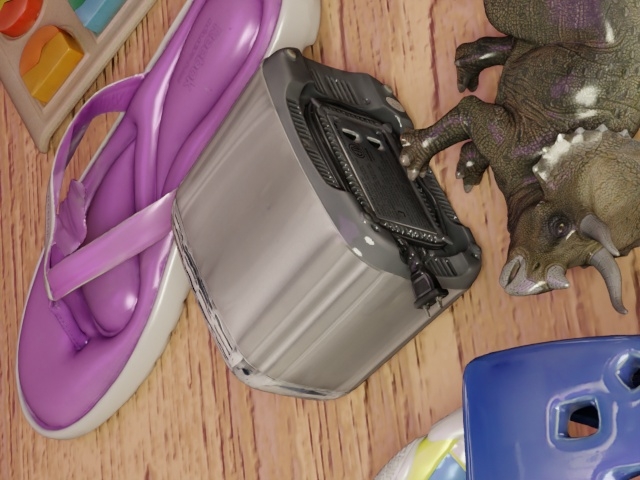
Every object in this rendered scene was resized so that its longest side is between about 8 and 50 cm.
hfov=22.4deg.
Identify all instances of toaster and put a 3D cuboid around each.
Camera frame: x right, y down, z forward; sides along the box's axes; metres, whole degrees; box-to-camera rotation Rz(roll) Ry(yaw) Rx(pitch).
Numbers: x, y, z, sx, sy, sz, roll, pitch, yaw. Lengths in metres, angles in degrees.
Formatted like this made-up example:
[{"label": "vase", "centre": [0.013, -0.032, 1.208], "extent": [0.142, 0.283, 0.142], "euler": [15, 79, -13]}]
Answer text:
[{"label": "toaster", "centre": [0.000, 0.000, 1.025], "extent": [0.146, 0.129, 0.227], "euler": [-48, 49, 28]}]

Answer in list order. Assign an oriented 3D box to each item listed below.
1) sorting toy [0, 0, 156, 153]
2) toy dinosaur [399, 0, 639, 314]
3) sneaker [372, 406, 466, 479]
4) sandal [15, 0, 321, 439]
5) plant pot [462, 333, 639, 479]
[{"label": "sorting toy", "centre": [-0.224, -0.207, 1.390], "extent": [0.208, 0.038, 0.193], "euler": [-53, 46, 20]}, {"label": "toy dinosaur", "centre": [0.140, -0.101, 0.946], "extent": [0.160, 0.121, 0.313], "euler": [1, 72, 34]}, {"label": "sneaker", "centre": [0.065, 0.200, 0.933], "extent": [0.240, 0.091, 0.126], "euler": [-49, 65, 22]}, {"label": "sandal", "centre": [-0.148, -0.048, 1.209], "extent": [0.169, 0.102, 0.416], "euler": [39, 105, 46]}, {"label": "plant pot", "centre": [0.213, 0.158, 0.678], "extent": [0.212, 0.236, 0.236], "euler": [-18, 63, 35]}]
